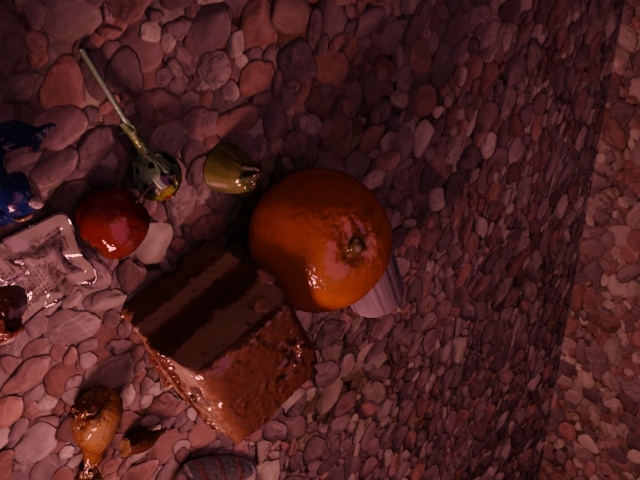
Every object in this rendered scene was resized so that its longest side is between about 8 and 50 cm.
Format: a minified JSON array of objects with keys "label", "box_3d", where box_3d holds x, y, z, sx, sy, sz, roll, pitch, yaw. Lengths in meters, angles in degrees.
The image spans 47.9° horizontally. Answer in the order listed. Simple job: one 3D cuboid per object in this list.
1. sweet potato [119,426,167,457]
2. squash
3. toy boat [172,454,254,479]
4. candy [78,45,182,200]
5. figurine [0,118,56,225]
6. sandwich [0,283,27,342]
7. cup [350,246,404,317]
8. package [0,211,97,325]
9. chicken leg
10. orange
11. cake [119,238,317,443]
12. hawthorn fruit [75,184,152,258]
[{"label":"sweet potato","box_3d":[-0.375,0.423,1.543,0.117,0.049,0.049,-17,122,-46]},{"label":"squash","box_3d":[-0.151,-0.127,1.410,0.105,0.132,0.105,-20,122,-37]},{"label":"toy boat","box_3d":[-0.258,0.593,1.736,0.282,0.096,0.206,-23,112,-47]},{"label":"candy","box_3d":[-0.335,-0.195,1.244,0.305,0.083,0.091,63,34,-35]},{"label":"figurine","box_3d":[-0.481,-0.094,1.010,0.120,0.262,0.164,5,92,-54]},{"label":"sandwich","box_3d":[-0.587,0.110,1.071,0.301,0.162,0.250,-5,110,-5]},{"label":"cup","box_3d":[0.131,0.059,1.774,0.221,0.167,0.202,-44,138,-17]},{"label":"package","box_3d":[-0.505,0.061,1.230,0.232,0.040,0.166,-34,129,-18]},{"label":"chicken leg","box_3d":[-0.449,0.402,1.432,0.107,0.087,0.252,-15,126,-49]},{"label":"orange","box_3d":[0.000,0.000,1.508,0.312,0.312,0.312,-23,125,-36]},{"label":"cake","box_3d":[-0.197,0.200,1.428,0.282,0.290,0.256,-40,133,-19]},{"label":"hawthorn fruit","box_3d":[-0.358,-0.034,1.252,0.125,0.140,0.125,31,45,-36]}]
